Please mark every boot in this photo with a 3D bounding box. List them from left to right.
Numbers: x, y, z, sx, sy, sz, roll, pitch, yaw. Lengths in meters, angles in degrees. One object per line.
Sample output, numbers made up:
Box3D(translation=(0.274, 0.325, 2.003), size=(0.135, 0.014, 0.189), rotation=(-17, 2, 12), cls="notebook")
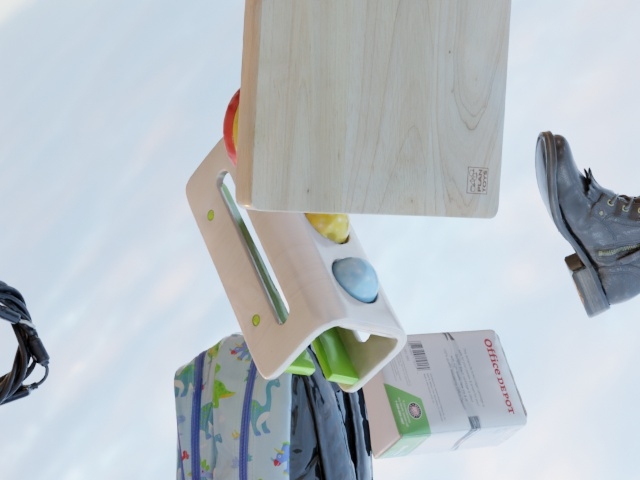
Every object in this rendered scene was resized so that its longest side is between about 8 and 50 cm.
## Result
Box3D(translation=(0.382, -0.043, 1.628), size=(0.229, 0.263, 0.091), rotation=(-20, -156, 7), cls="boot")

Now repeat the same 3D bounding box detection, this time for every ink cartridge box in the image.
Box3D(translation=(0.169, 0.221, 2.038), size=(0.092, 0.219, 0.160), rotation=(-51, -133, 49), cls="ink cartridge box")

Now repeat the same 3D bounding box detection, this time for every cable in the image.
Box3D(translation=(-0.383, 0.115, 1.553), size=(0.047, 0.150, 0.184), rotation=(-12, -178, 41), cls="cable")

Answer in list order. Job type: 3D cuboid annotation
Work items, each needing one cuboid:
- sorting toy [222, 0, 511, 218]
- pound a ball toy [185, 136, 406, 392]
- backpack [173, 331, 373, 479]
Box3D(translation=(0.030, -0.151, 1.140), size=(0.089, 0.255, 0.257), rotation=(7, -85, 52), cls="sorting toy")
Box3D(translation=(0.000, 0.000, 1.497), size=(0.136, 0.208, 0.319), rotation=(-47, -131, 28), cls="pound a ball toy")
Box3D(translation=(-0.049, 0.280, 1.683), size=(0.273, 0.290, 0.355), rotation=(8, -88, 30), cls="backpack")
